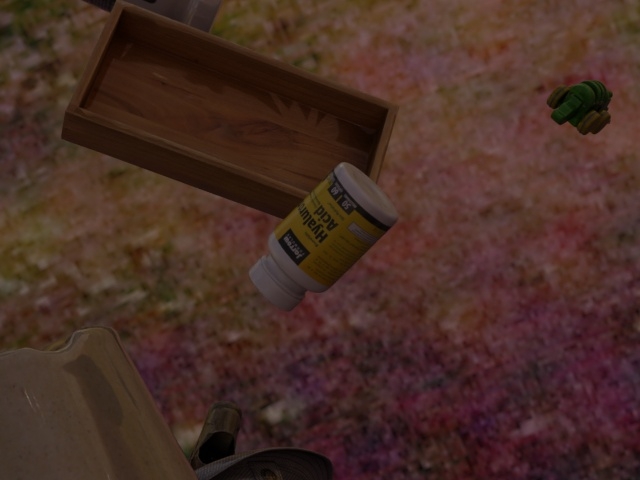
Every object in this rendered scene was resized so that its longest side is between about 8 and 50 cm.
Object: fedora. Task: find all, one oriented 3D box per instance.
[{"bbox_3d":[-0.071,0.333,1.389,0.243,0.275,0.124,-51,52,14],"label":"fedora"}]

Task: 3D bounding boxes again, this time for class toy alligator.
[{"bbox_3d":[0.302,-0.155,1.510,0.051,0.056,0.190,-53,-18,23],"label":"toy alligator"}]

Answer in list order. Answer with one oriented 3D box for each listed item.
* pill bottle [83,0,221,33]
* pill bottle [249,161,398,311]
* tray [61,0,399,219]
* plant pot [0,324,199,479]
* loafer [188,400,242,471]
[{"bbox_3d":[-0.276,-0.411,2.036,0.162,0.278,0.162,-157,90,-83],"label":"pill bottle"},{"bbox_3d":[0.000,0.000,1.063,0.116,0.065,0.065,-46,20,14],"label":"pill bottle"},{"bbox_3d":[-0.116,-0.158,1.824,0.076,0.411,0.203,119,170,-56],"label":"tray"},{"bbox_3d":[-0.211,0.244,1.078,0.334,0.305,0.334,-22,-5,-2],"label":"plant pot"},{"bbox_3d":[-0.129,0.259,1.614,0.056,0.148,0.050,11,27,-1],"label":"loafer"}]
